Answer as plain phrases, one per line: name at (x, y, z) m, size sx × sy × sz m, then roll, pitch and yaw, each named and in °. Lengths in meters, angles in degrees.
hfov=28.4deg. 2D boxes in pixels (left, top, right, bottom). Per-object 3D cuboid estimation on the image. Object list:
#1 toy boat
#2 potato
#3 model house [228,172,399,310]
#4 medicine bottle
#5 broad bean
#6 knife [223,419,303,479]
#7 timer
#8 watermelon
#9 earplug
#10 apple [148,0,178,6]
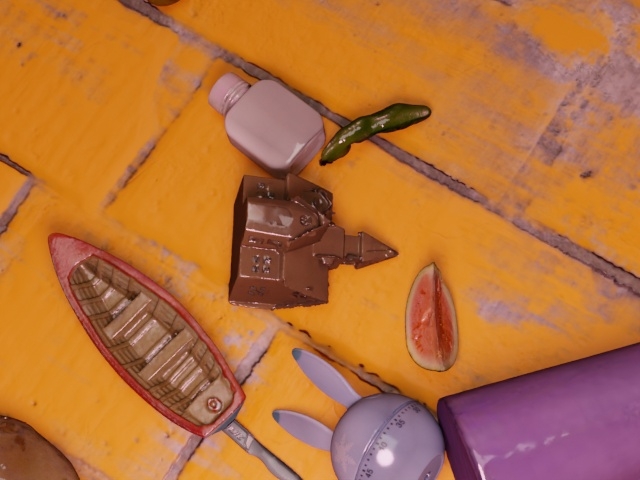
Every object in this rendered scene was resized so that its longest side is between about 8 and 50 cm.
toy boat at (-0.264, 0.131, 1.855) m, size 0.136 × 0.079 × 0.392 m, roll -44°, pitch 71°, yaw -9°
potato at (-0.425, 0.346, 1.760) m, size 0.165 × 0.165 × 0.262 m, roll -38°, pitch 75°, yaw -9°
model house at (0.000, 0.000, 1.857) m, size 0.248 × 0.176 × 0.181 m, roll 5°, pitch 69°, yaw -11°
medicine bottle at (-0.087, -0.186, 1.964) m, size 0.183 × 0.069 × 0.119 m, roll 38°, pitch 79°, yaw 15°
broad bean at (0.081, -0.174, 1.949) m, size 0.195 × 0.061 × 0.046 m, roll -28°, pitch 73°, yaw -5°
knife at (-0.097, 0.298, 1.820) m, size 0.210 × 0.015 × 0.028 m, roll 39°, pitch 84°, yaw 17°
timer at (0.067, 0.265, 1.766) m, size 0.175 × 0.175 × 0.255 m, roll -38°, pitch 42°, yaw -9°
watermelon at (0.172, 0.121, 1.835) m, size 0.069 × 0.087 × 0.163 m, roll 7°, pitch 69°, yaw -25°
earplug at (0.398, 0.242, 1.704) m, size 0.455 × 0.215 × 0.215 m, roll -19°, pitch 70°, yaw -6°
apple at (-0.258, -0.428, 2.064) m, size 0.089 × 0.074 × 0.090 m, roll 0°, pitch 90°, yaw 12°
